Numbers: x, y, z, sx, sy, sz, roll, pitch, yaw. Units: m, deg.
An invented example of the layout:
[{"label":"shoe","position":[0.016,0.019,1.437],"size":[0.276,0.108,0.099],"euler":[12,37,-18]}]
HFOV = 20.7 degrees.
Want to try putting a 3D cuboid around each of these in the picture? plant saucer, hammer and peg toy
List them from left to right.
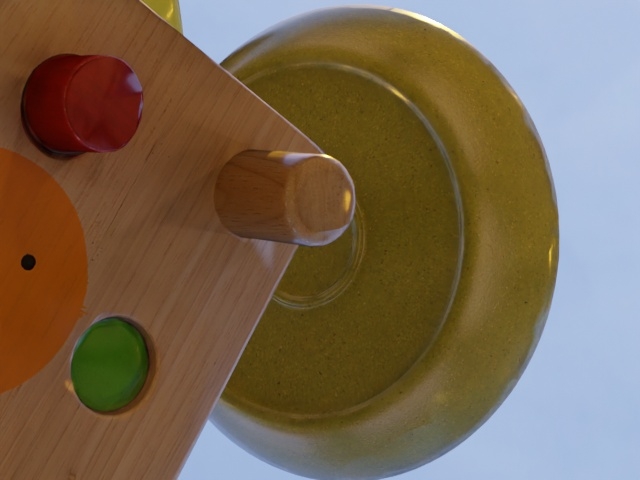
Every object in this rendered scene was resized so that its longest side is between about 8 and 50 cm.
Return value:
[{"label":"hammer and peg toy","position":[-0.117,-0.039,0.663],"size":[0.127,0.266,0.361],"euler":[7,-114,52]},{"label":"plant saucer","position":[0.000,0.000,0.868],"size":[0.241,0.037,0.241],"euler":[-2,-94,32]}]

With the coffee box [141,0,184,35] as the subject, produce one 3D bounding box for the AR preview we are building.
[{"label":"coffee box","position":[-0.286,-0.166,1.240],"size":[0.338,0.334,0.338],"euler":[-13,-143,-10]}]
